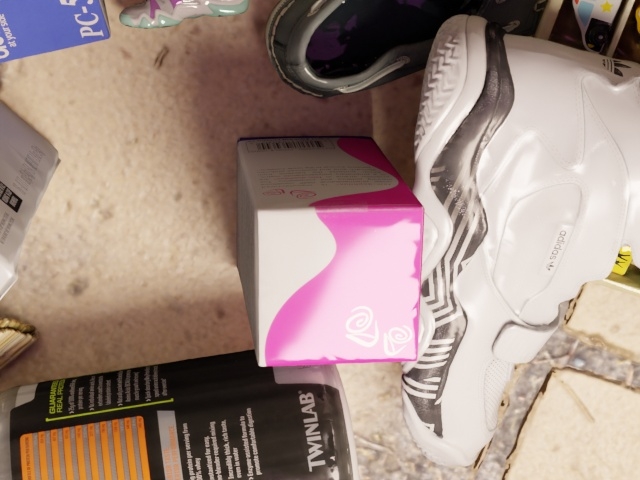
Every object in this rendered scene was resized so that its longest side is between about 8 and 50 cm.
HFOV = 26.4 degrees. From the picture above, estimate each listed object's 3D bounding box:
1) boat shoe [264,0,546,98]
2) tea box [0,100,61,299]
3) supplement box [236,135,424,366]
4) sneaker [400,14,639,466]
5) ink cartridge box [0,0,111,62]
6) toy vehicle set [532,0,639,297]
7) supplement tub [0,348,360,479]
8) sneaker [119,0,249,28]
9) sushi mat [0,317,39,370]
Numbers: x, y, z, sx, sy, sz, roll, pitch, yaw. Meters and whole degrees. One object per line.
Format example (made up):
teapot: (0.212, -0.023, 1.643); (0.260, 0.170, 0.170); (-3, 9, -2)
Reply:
boat shoe: (0.114, -0.187, 1.006); (0.319, 0.099, 0.116); (-22, 106, -1)
tea box: (-0.364, -0.048, 0.864); (0.323, 0.329, 0.220); (40, 97, -15)
supplement box: (0.000, 0.000, 0.978); (0.111, 0.220, 0.114); (-1, 105, -6)
sneaker: (0.171, 0.022, 0.991); (0.210, 0.137, 0.366); (7, 119, 11)
ink cartridge box: (-0.211, -0.205, 0.921); (0.097, 0.207, 0.046); (-13, 62, -4)
toy vehicle set: (0.225, -0.089, 1.018); (0.166, 0.035, 0.267); (16, 123, 0)
supplement tub: (-0.133, 0.191, 1.027); (0.316, 0.193, 0.194); (-8, 105, -4)
sneaker: (-0.105, -0.196, 1.011); (0.098, 0.038, 0.069); (-13, 104, -13)
sushi mat: (-0.348, 0.166, 1.019); (0.316, 0.151, 0.019); (-41, 80, 5)
